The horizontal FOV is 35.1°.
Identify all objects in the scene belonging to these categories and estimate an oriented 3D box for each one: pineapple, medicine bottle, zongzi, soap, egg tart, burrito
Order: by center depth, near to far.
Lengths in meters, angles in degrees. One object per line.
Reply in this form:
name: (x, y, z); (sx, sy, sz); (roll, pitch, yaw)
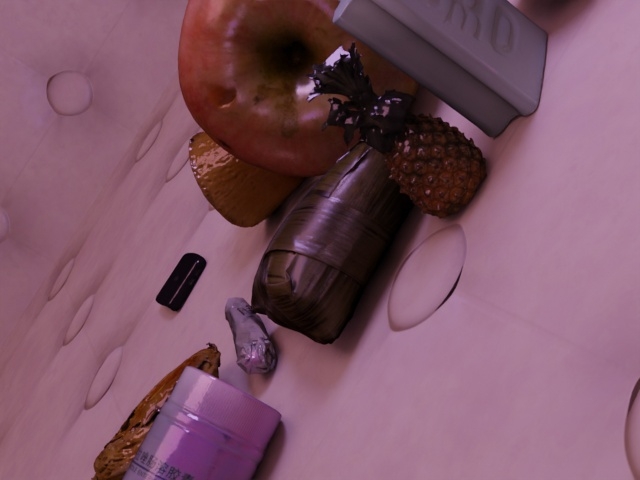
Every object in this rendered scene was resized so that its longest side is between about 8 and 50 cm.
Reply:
pineapple: (0.088, -0.137, 1.259); (0.125, 0.251, 0.125); (-44, 17, 17)
soap: (0.155, -0.268, 1.265); (0.087, 0.265, 0.159); (-33, 32, 46)
medicine bottle: (-0.172, 0.308, 1.328); (0.254, 0.152, 0.152); (-63, 22, -11)
zongzi: (0.000, 0.000, 1.434); (0.286, 0.138, 0.300); (-59, 12, -15)
burrito: (-0.109, 0.144, 1.540); (0.064, 0.064, 0.203); (-54, 22, 9)
egg tart: (-0.230, 0.286, 1.541); (0.297, 0.132, 0.297); (-47, 9, 10)
egg tart: (-0.120, -0.140, 1.785); (0.147, 0.202, 0.202); (-34, 30, 27)

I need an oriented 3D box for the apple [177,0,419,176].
apple: (-0.025, -0.302, 1.562); (0.391, 0.391, 0.346); (-51, 8, 16)

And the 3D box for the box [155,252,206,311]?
box: (-0.279, 0.082, 2.036); (0.125, 0.027, 0.126); (-58, 20, -9)
